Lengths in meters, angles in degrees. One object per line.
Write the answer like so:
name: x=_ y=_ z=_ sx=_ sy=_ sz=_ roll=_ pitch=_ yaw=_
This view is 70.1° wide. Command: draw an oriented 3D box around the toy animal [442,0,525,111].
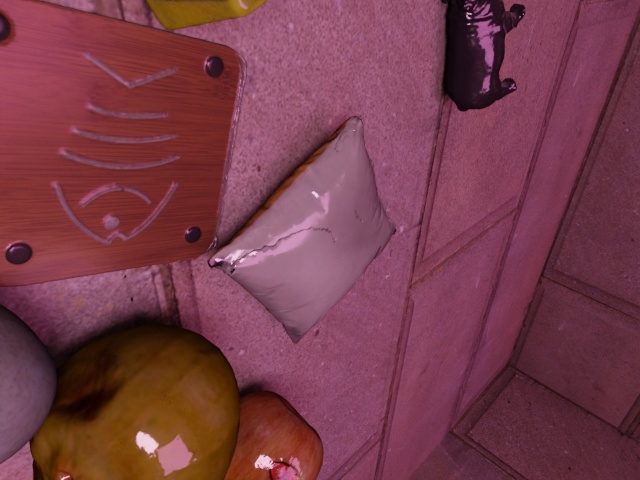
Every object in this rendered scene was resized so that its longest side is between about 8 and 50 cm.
toy animal: x=0.285 y=-0.405 z=0.834 sx=0.168 sy=0.106 sz=0.343 roll=-41 pitch=135 yaw=-14

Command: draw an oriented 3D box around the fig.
fig: x=-0.201 y=0.214 z=0.565 sx=0.271 sy=0.239 sz=0.239 roll=-32 pitch=141 yaw=-65

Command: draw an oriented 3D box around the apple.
apple: x=-0.103 y=0.380 z=0.816 sx=0.188 sy=0.211 sz=0.211 roll=-48 pitch=143 yaw=-16

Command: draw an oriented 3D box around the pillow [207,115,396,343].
pillow: x=0.000 y=0.000 z=0.751 sx=0.312 sy=0.119 sz=0.310 roll=-49 pitch=147 yaw=-15

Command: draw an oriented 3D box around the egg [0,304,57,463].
egg: x=-0.338 y=0.116 z=0.374 sx=0.169 sy=0.169 sz=0.236 roll=-51 pitch=145 yaw=-13

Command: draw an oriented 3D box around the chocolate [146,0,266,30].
chocolate: x=-0.072 y=-0.380 z=0.378 sx=0.288 sy=0.137 sz=0.301 roll=-48 pitch=143 yaw=-17

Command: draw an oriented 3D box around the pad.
pad: x=-0.219 y=-0.091 z=0.509 sx=0.287 sy=0.018 sz=0.284 roll=-9 pitch=121 yaw=-46
